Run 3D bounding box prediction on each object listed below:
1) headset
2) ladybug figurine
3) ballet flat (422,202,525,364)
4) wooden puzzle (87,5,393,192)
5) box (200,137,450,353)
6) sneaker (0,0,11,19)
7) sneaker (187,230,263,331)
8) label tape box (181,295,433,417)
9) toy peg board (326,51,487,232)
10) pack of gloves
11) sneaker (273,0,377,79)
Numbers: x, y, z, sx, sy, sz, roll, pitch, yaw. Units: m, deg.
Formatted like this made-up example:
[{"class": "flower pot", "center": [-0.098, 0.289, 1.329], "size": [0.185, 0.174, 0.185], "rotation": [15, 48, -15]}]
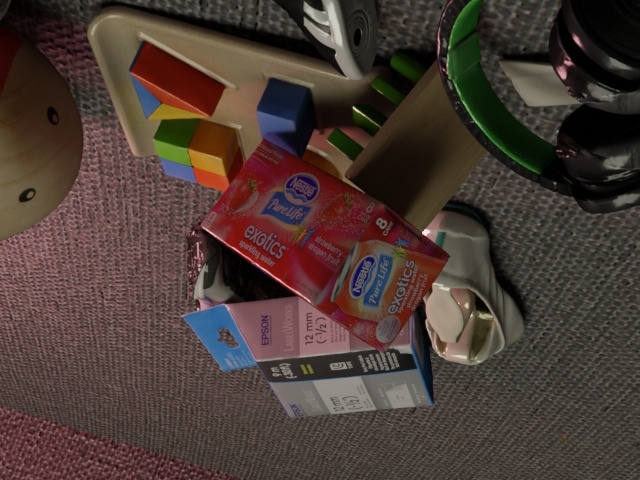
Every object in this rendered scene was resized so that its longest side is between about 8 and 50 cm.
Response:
[{"class": "headset", "center": [0.266, -0.118, 1.238], "size": [0.394, 0.185, 0.243], "rotation": [18, 138, 32]}, {"class": "ladybug figurine", "center": [-0.494, -0.145, 1.555], "size": [0.449, 0.305, 0.162], "rotation": [13, 179, -6]}, {"class": "ballet flat", "center": [0.190, 0.094, 1.882], "size": [0.139, 0.139, 0.400], "rotation": [8, 155, 20]}, {"class": "wooden puzzle", "center": [-0.089, -0.131, 1.638], "size": [0.348, 0.080, 0.322], "rotation": [12, 156, 10]}, {"class": "box", "center": [0.000, 0.000, 1.482], "size": [0.122, 0.128, 0.257], "rotation": [37, 177, -37]}, {"class": "sneaker", "center": [-0.419, -0.311, 1.461], "size": [0.115, 0.090, 0.232], "rotation": [14, 155, 16]}, {"class": "sneaker", "center": [-0.146, 0.059, 2.096], "size": [0.108, 0.100, 0.271], "rotation": [-5, 154, 2]}, {"class": "label tape box", "center": [-0.014, 0.181, 2.118], "size": [0.348, 0.115, 0.249], "rotation": [-8, 151, 8]}, {"class": "toy peg board", "center": [0.099, -0.115, 1.489], "size": [0.079, 0.161, 0.160], "rotation": [42, -175, 37]}, {"class": "pack of gloves", "center": [0.327, -0.136, 1.419], "size": [0.232, 0.046, 0.195], "rotation": [11, 157, 40]}, {"class": "sneaker", "center": [-0.025, -0.248, 1.359], "size": [0.121, 0.079, 0.217], "rotation": [8, 147, 27]}]
